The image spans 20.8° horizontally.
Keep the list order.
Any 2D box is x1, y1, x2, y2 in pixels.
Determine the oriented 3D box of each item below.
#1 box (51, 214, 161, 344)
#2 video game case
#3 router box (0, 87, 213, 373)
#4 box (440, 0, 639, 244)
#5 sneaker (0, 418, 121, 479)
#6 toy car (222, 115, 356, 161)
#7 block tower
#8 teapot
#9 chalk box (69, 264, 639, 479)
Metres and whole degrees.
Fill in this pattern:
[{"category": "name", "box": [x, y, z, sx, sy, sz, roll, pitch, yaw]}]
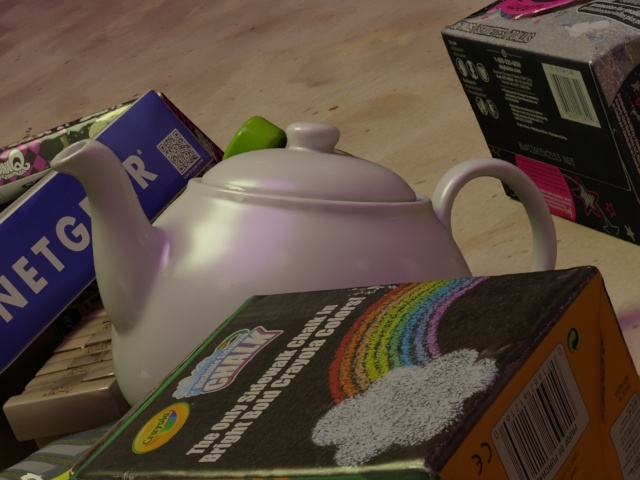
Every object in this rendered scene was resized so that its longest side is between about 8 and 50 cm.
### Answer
[{"category": "box", "box": [-0.162, 0.039, 1.524, 0.054, 0.059, 0.169, -10, 23, 40]}, {"category": "video game case", "box": [-0.202, -0.055, 1.656, 0.210, 0.041, 0.232, -19, -19, 9]}, {"category": "router box", "box": [-0.278, 0.049, 1.421, 0.301, 0.082, 0.335, -33, 11, 41]}, {"category": "box", "box": [0.227, -0.114, 1.340, 0.142, 0.163, 0.247, -29, 20, -14]}, {"category": "sneaker", "box": [-0.188, 0.191, 1.109, 0.300, 0.111, 0.121, -19, 10, -9]}, {"category": "toy car", "box": [0.000, 0.000, 1.335, 0.149, 0.155, 0.188, -59, -11, 8]}, {"category": "block tower", "box": [-0.118, 0.075, 1.334, 0.091, 0.097, 0.335, -14, 19, 24]}, {"category": "teapot", "box": [-0.005, 0.019, 1.100, 0.253, 0.187, 0.256, 8, 6, 22]}, {"category": "chalk box", "box": [0.011, 0.140, 0.884, 0.289, 0.179, 0.180, -7, 25, 40]}]
